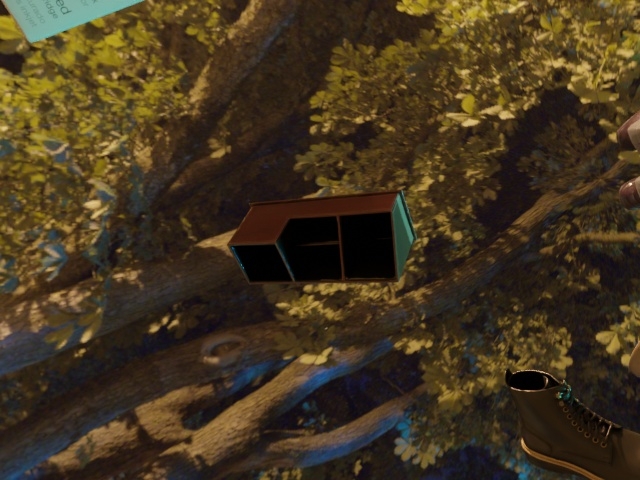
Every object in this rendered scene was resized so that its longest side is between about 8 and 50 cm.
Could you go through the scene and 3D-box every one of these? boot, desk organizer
[{"bbox_3d":[0.319,0.218,0.708,0.197,0.077,0.137,-7,-62,38],"label":"boot"},{"bbox_3d":[0.000,0.000,0.452,0.130,0.050,0.047,-3,-51,27],"label":"desk organizer"}]

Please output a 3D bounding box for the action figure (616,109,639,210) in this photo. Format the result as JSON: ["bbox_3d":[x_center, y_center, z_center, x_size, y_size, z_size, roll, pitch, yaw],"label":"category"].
[{"bbox_3d":[0.360,-0.088,0.527,0.099,0.285,0.185,-21,-86,3],"label":"action figure"}]

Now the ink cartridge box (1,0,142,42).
[{"bbox_3d":[-0.167,-0.339,0.520,0.306,0.131,0.226,-16,-55,11],"label":"ink cartridge box"}]

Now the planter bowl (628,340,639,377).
[{"bbox_3d":[0.463,0.140,0.697,0.162,0.162,0.109,-52,-134,20],"label":"planter bowl"}]
